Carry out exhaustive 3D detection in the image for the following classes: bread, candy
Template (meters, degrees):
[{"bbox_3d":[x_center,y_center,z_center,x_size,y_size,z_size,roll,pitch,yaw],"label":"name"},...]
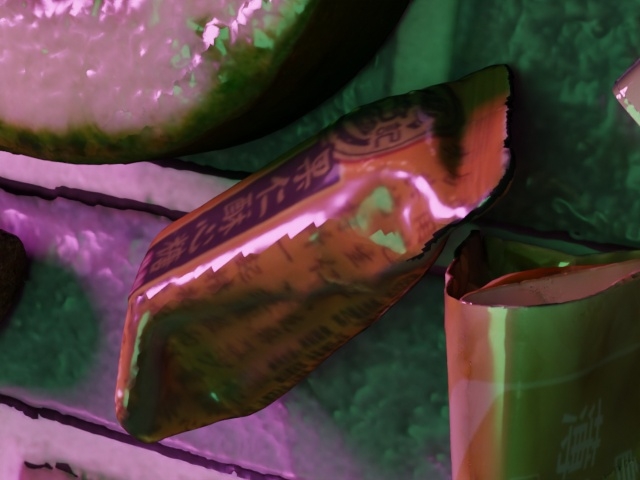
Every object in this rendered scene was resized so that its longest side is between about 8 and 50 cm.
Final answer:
[{"bbox_3d":[-0.110,-0.228,0.818,0.382,0.129,0.366,-33,81,27],"label":"bread"},{"bbox_3d":[0.000,0.000,0.798,0.271,0.143,0.101,-34,117,30],"label":"candy"}]

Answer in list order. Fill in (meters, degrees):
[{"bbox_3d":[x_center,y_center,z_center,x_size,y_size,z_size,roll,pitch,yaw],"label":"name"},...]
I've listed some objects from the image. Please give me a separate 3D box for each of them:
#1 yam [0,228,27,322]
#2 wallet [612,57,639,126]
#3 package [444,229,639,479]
[{"bbox_3d":[-0.284,0.020,0.966,0.183,0.107,0.107,12,103,25],"label":"yam"},{"bbox_3d":[0.231,-0.085,0.708,0.155,0.039,0.110,-43,73,26],"label":"wallet"},{"bbox_3d":[0.142,0.159,0.722,0.165,0.221,0.311,0,98,7],"label":"package"}]
